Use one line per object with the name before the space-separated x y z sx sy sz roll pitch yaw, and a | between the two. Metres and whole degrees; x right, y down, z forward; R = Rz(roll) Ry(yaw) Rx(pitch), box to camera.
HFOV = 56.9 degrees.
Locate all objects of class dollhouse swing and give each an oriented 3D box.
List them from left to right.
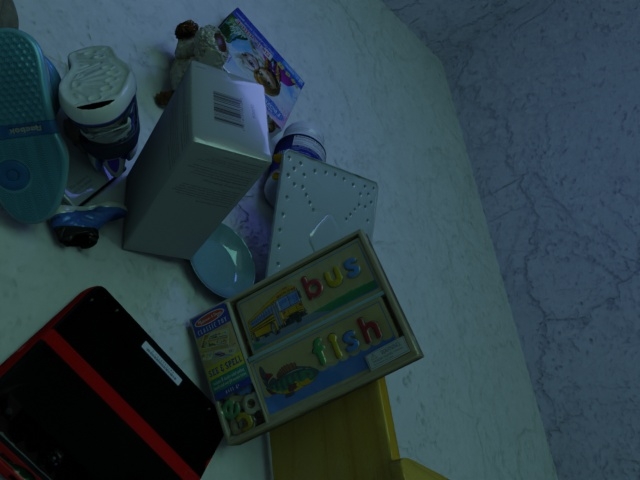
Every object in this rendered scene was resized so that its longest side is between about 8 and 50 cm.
dollhouse swing | 0.090 0.463 1.174 0.315 0.347 0.304 36 39 -32

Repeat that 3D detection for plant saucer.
plant saucer | -0.232 0.049 1.342 0.195 0.037 0.195 33 41 -35

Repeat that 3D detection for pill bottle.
pill bottle | -0.063 -0.211 1.664 0.153 0.153 0.264 40 37 -28

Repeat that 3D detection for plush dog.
plush dog | -0.313 -0.429 1.512 0.225 0.211 0.262 -103 174 -48

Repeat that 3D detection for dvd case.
dvd case | -0.519 -0.194 1.155 0.253 0.022 0.180 50 34 -16

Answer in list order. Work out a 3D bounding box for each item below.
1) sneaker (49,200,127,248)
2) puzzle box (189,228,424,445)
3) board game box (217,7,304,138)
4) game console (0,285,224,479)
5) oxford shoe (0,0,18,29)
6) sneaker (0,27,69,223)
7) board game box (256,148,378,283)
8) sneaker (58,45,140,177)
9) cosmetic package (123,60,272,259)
sneaker | -0.426 -0.025 1.113 0.152 0.058 0.084 -6 65 -51
puzzle box | -0.041 0.184 1.135 0.052 0.409 0.272 39 25 -62
board game box | -0.204 -0.508 1.781 0.319 0.066 0.318 44 36 -23
game console | -0.347 0.303 0.987 0.386 0.060 0.342 52 28 -14
oxford shoe | -0.616 -0.395 1.091 0.130 0.123 0.348 21 50 -52
sneaker | -0.506 -0.198 1.048 0.127 0.208 0.318 -2 102 -15
board game box | 0.000 0.000 1.532 0.390 0.050 0.389 13 83 -49
sneaker | -0.390 -0.208 1.102 0.322 0.130 0.236 -123 -157 -51
cosmetic package | -0.251 -0.136 1.136 0.155 0.365 0.196 11 56 -31
